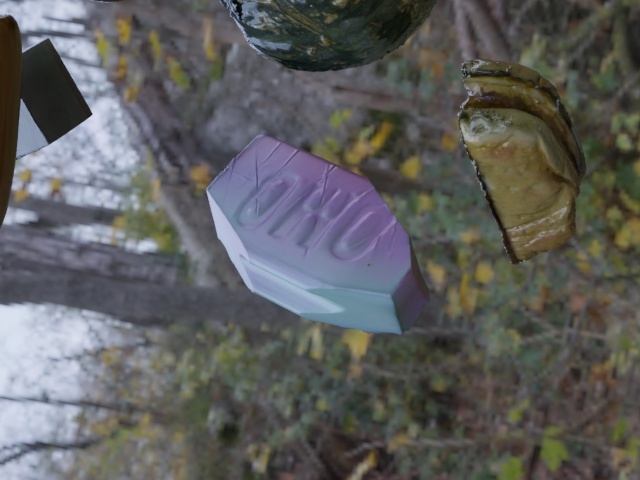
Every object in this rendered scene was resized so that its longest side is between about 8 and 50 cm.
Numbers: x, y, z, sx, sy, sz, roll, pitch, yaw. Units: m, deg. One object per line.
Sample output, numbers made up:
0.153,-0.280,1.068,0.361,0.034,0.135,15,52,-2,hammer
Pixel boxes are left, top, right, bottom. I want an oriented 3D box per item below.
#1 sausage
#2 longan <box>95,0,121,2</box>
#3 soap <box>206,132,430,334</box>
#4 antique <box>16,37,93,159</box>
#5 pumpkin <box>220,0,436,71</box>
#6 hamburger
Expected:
-0.479,-0.139,1.842,0.116,0.134,0.353,-4,-78,-51,sausage
-0.311,-0.450,1.907,0.198,0.198,0.212,-61,-31,-64,longan
0.000,0.000,1.768,0.193,0.324,0.109,-49,-31,-25,soap
-0.463,-0.213,2.059,0.146,0.152,0.148,62,-142,-16,antique
-0.009,-0.344,1.428,0.327,0.258,0.291,68,-167,4,pumpkin
0.235,-0.102,1.527,0.262,0.131,0.124,61,-157,-44,hamburger
